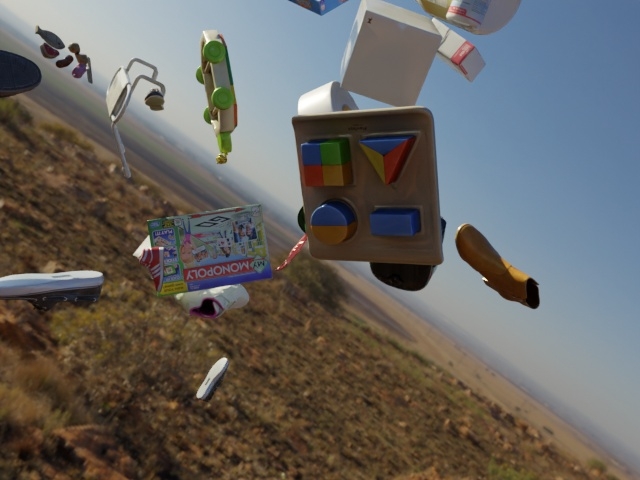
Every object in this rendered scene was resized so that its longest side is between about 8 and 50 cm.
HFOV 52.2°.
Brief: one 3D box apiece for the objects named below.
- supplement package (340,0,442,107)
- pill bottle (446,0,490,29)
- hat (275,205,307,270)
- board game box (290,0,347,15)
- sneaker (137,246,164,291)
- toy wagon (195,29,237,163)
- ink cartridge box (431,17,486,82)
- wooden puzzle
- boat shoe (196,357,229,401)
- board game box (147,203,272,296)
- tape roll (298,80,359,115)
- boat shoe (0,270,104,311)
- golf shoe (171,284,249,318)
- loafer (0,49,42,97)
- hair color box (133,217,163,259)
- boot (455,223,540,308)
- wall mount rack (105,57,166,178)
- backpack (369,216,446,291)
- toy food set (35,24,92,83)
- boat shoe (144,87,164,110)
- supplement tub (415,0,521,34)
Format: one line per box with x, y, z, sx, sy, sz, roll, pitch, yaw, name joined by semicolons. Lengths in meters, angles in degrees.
0.172;-0.488;1.684;0.199;0.198;0.263;17;27;-6;supplement package
0.371;-0.597;1.565;0.087;0.160;0.087;20;13;-5;pill bottle
0.000;0.000;1.937;0.172;0.208;0.184;26;40;-15;hat
0.027;-0.743;1.907;0.160;0.210;0.047;39;-25;36;board game box
-0.438;0.075;1.685;0.066;0.119;0.042;1;10;-17;sneaker
-0.276;-0.380;1.767;0.068;0.345;0.267;-11;4;-15;toy wagon
0.483;-0.696;2.391;0.218;0.092;0.158;45;12;28;ink cartridge box
0.091;-0.102;1.393;0.322;0.348;0.080;2;22;28;wooden puzzle
-0.315;0.418;1.952;0.040;0.142;0.049;42;-12;-36;boat shoe
-0.305;0.027;1.815;0.317;0.214;0.046;-9;-5;-6;board game box
0.050;-0.280;1.759;0.286;0.100;0.286;50;29;-41;tape roll
-0.562;0.110;1.349;0.080;0.076;0.228;18;16;43;boat shoe
-0.320;0.187;1.965;0.306;0.115;0.140;14;31;-51;golf shoe
-0.812;-0.378;1.510;0.302;0.109;0.095;-10;-6;-36;loafer
-0.497;0.054;2.364;0.374;0.185;0.114;17;-25;44;hair color box
0.541;0.077;1.955;0.295;0.104;0.211;51;-13;-31;boot
-0.579;-0.377;1.962;0.130;0.304;0.350;23;18;-30;wall mount rack
0.266;0.022;2.018;0.225;0.254;0.191;16;31;20;backpack
-0.451;-0.330;1.168;0.122;0.019;0.078;18;57;-61;toy food set
-0.408;-0.353;1.611;0.049;0.043;0.137;-4;1;-9;boat shoe
0.433;-0.774;1.989;0.228;0.228;0.316;34;9;-40;supplement tub
